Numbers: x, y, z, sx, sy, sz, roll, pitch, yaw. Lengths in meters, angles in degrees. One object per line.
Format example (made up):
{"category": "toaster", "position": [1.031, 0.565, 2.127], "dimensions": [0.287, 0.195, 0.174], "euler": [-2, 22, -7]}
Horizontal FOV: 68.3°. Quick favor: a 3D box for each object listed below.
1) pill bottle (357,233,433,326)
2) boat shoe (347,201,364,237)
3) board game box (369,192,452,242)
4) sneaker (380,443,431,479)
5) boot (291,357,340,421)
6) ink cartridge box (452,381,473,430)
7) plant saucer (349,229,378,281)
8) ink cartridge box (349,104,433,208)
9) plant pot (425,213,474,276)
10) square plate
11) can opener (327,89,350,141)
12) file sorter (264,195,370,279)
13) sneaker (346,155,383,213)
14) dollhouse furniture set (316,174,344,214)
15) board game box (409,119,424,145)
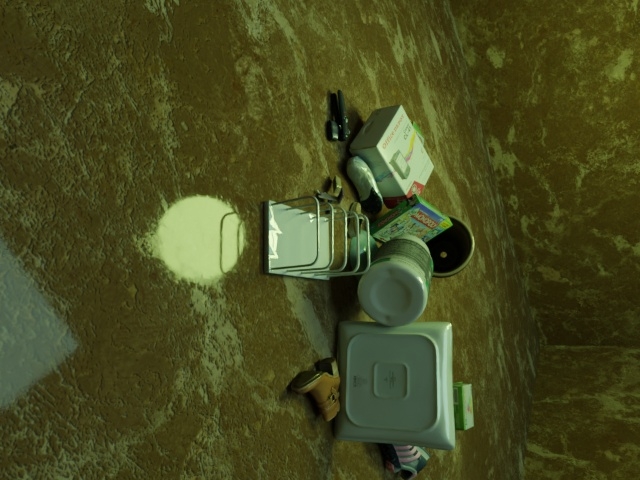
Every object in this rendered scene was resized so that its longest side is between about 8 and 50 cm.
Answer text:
{"category": "pill bottle", "position": [0.252, 0.109, 1.504], "dimensions": [0.361, 0.204, 0.204], "euler": [-46, 121, -66]}
{"category": "boat shoe", "position": [0.126, -0.071, 1.604], "dimensions": [0.050, 0.045, 0.135], "euler": [36, 55, -47]}
{"category": "board game box", "position": [0.343, -0.055, 1.774], "dimensions": [0.317, 0.213, 0.046], "euler": [21, 40, -52]}
{"category": "sneaker", "position": [0.252, 0.705, 1.582], "dimensions": [0.319, 0.112, 0.131], "euler": [46, 75, -27]}
{"category": "boot", "position": [-0.001, 0.427, 1.298], "dimensions": [0.197, 0.073, 0.152], "euler": [-14, 99, -53]}
{"category": "ink cartridge box", "position": [0.648, 0.744, 2.148], "dimensions": [0.255, 0.097, 0.189], "euler": [16, 70, -52]}
{"category": "plant saucer", "position": [0.167, 0.056, 1.647], "dimensions": [0.195, 0.037, 0.195], "euler": [14, 73, -54]}
{"category": "ink cartridge box", "position": [0.267, -0.297, 1.714], "dimensions": [0.306, 0.131, 0.226], "euler": [51, 57, -36]}
{"category": "plant pot", "position": [0.518, 0.038, 2.007], "dimensions": [0.229, 0.263, 0.263], "euler": [32, 56, -69]}
{"category": "square plate", "position": [0.205, 0.406, 1.360], "dimensions": [0.049, 0.344, 0.347], "euler": [42, 48, -66]}
{"category": "can opener", "position": [0.064, -0.416, 1.574], "dimensions": [0.073, 0.059, 0.186], "euler": [18, 69, -52]}
{"category": "file sorter", "position": [0.000, 0.000, 1.296], "dimensions": [0.277, 0.173, 0.193], "euler": [14, 73, -54]}
{"category": "sneaker", "position": [0.162, -0.194, 1.652], "dimensions": [0.237, 0.085, 0.086], "euler": [60, 32, -33]}
{"category": "dollhouse furniture set", "position": [0.019, -0.154, 1.500], "dimensions": [0.081, 0.091, 0.114], "euler": [12, 40, -13]}
{"category": "board game box", "position": [0.420, -0.413, 2.115], "dimensions": [0.124, 0.039, 0.259], "euler": [42, 48, -44]}
